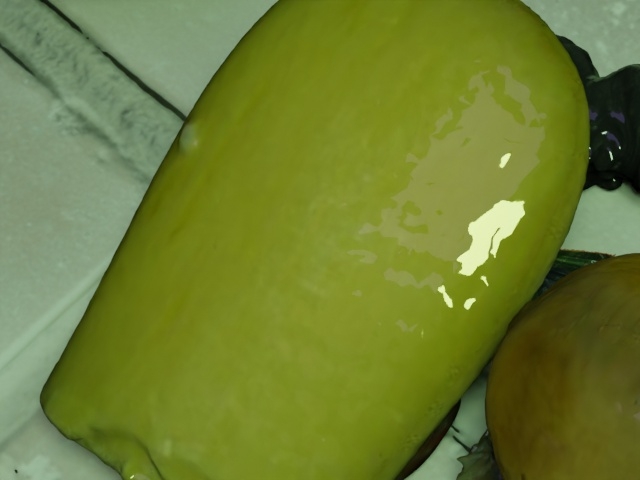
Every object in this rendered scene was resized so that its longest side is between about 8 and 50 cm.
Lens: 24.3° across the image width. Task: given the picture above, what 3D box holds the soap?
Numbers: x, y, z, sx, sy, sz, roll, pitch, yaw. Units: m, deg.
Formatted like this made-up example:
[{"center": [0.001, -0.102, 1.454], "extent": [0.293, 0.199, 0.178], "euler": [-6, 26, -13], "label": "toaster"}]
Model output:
[{"center": [0.001, 0.001, 1.032], "extent": [0.306, 0.115, 0.427], "euler": [36, 94, 35], "label": "soap"}]

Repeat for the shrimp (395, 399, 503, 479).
[{"center": [0.092, 0.161, 0.990], "extent": [0.133, 0.053, 0.236], "euler": [14, 71, 42], "label": "shrimp"}]

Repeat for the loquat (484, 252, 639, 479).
[{"center": [0.215, 0.112, 0.884], "extent": [0.238, 0.238, 0.193], "euler": [26, 113, 27], "label": "loquat"}]

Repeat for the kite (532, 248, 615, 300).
[{"center": [0.123, 0.053, 1.057], "extent": [0.190, 0.010, 0.159], "euler": [-38, 60, -5], "label": "kite"}]

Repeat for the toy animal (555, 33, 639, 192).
[{"center": [0.260, -0.080, 1.039], "extent": [0.343, 0.106, 0.168], "euler": [12, 73, 28], "label": "toy animal"}]
